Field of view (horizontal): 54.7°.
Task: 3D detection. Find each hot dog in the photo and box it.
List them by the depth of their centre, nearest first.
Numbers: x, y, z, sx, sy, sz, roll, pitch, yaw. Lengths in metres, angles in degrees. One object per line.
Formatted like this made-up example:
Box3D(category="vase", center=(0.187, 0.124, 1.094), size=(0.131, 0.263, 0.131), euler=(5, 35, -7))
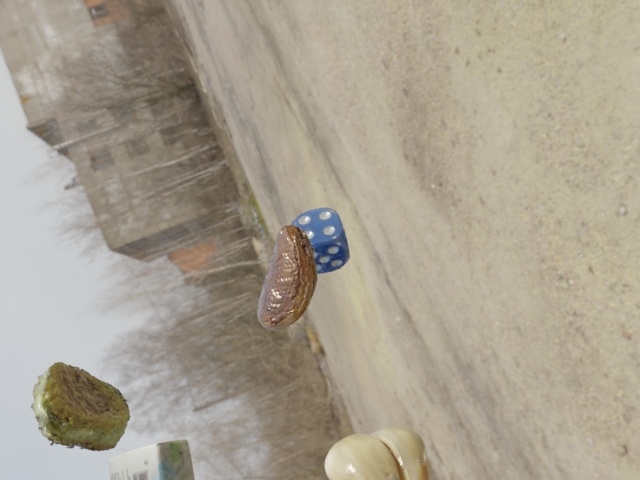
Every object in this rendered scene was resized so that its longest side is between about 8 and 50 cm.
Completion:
Box3D(category="hot dog", center=(-0.067, 0.078, 1.303), size=(0.160, 0.099, 0.226), euler=(-114, 35, -66))

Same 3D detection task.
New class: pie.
Box3D(category="pie", center=(-0.710, 0.484, 1.834), size=(0.288, 0.103, 0.354), euler=(40, -172, -24))

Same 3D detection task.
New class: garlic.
Box3D(category="garlic", center=(0.161, 0.619, 1.677), size=(0.313, 0.286, 0.249), euler=(-147, 39, -69))

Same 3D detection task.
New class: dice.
Box3D(category="dice", center=(0.000, 0.000, 1.756), size=(0.143, 0.146, 0.146), euler=(75, -179, -46))

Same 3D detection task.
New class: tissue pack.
Box3D(category="tissue pack", center=(-0.315, 0.533, 1.247), size=(0.145, 0.159, 0.229), euler=(18, -128, -55))
